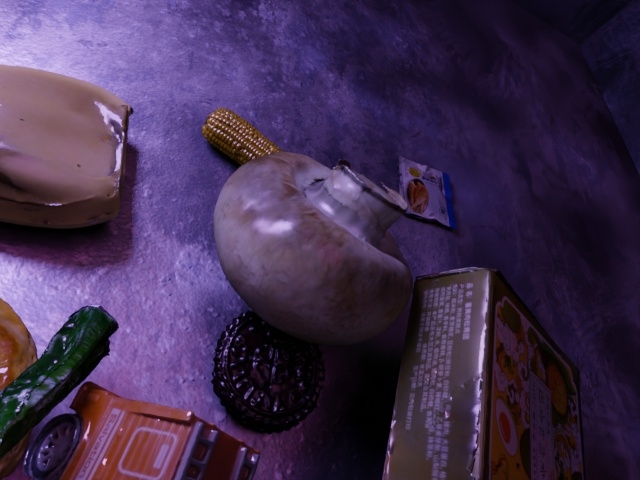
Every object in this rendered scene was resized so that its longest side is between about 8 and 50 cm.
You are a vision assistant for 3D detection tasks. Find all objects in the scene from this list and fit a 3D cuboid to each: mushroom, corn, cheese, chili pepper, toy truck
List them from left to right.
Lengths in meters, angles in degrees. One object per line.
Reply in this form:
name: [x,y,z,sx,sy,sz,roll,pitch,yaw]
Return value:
cheese: [-0.434,-0.139,0.611,0.316,0.128,0.259,8,50,-32]
chili pepper: [-0.275,0.146,0.446,0.059,0.088,0.227,20,10,-11]
toy truck: [-0.206,0.344,0.386,0.173,0.207,0.387,56,40,-42]
corn: [-0.120,-0.167,0.851,0.231,0.080,0.080,34,51,-13]
mushroom: [0.000,0.000,0.688,0.352,0.260,0.352,33,20,-14]

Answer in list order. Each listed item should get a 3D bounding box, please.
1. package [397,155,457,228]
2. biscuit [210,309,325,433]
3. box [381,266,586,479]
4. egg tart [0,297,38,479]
package: [0.265,-0.121,1.100,0.173,0.027,0.170,13,58,-22]
biscuit: [-0.077,0.198,0.686,0.195,0.053,0.194,16,56,-25]
box: [0.256,0.304,0.637,0.373,0.138,0.419,41,51,-33]
egg tart: [-0.459,0.165,0.407,0.342,0.132,0.340,18,54,-27]
